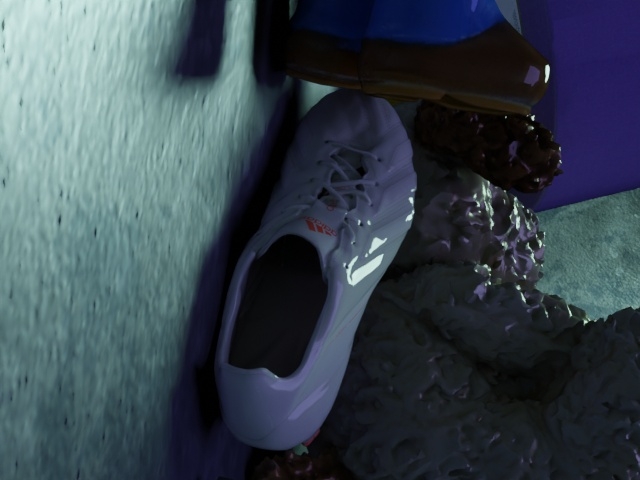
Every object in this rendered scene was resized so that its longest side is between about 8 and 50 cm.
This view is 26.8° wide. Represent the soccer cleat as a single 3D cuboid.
[{"bbox_3d":[0.000,0.000,0.604,0.076,0.068,0.196,78,25,-55],"label":"soccer cleat"}]

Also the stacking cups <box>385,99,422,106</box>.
[{"bbox_3d":[0.067,-0.003,0.954,0.316,0.096,0.096,92,11,-52],"label":"stacking cups"}]

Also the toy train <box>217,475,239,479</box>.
[{"bbox_3d":[-0.054,0.169,0.532,0.036,0.027,0.158,103,1,-53],"label":"toy train"}]

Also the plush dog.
[{"bbox_3d":[0.054,0.034,0.740,0.262,0.211,0.225,144,-55,-64],"label":"plush dog"}]

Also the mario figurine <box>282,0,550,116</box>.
[{"bbox_3d":[0.087,-0.216,0.586,0.170,0.198,0.320,-13,115,-66],"label":"mario figurine"}]

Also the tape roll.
[{"bbox_3d":[0.142,-0.159,0.892,0.275,0.090,0.275,167,-90,-82],"label":"tape roll"}]
